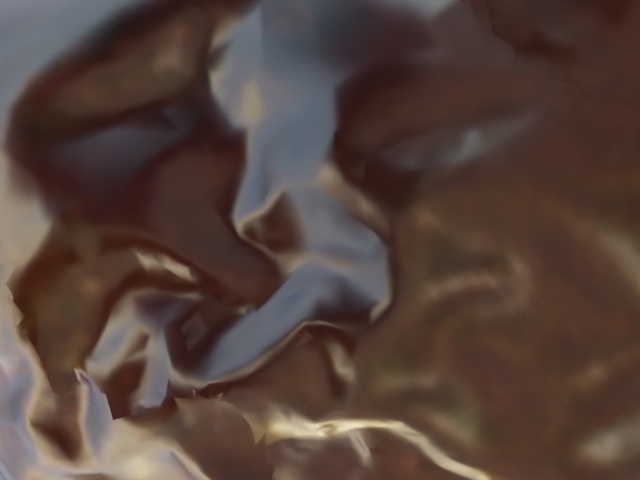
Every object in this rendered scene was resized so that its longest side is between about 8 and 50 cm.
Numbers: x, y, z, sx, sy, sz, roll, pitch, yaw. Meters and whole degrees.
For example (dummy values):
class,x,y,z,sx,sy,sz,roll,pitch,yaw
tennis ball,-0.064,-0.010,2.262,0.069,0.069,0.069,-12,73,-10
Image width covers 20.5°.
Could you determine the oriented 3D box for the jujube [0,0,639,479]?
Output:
class,x,y,z,sx,sy,sz,roll,pitch,yaw
jujube,0.000,0.000,0.416,0.183,0.243,0.183,36,-132,-55
